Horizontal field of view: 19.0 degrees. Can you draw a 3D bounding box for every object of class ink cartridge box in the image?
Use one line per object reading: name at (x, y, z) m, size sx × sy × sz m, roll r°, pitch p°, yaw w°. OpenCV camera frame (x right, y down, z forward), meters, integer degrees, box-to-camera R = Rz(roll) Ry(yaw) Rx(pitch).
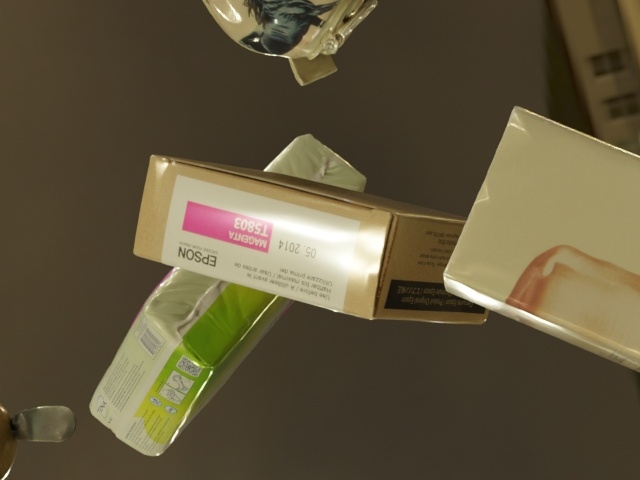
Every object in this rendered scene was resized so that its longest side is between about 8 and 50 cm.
ink cartridge box at (0.000, 0.000, 1.530) m, size 0.193 × 0.235 × 0.088 m, roll 4°, pitch -81°, yaw -58°

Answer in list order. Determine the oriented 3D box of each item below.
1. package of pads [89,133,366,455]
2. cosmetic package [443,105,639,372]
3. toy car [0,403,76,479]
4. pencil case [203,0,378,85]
package of pads at (-0.096, 0.058, 1.908) m, size 0.101 × 0.229 × 0.296 m, roll 39°, pitch -127°, yaw 4°
cosmetic package at (0.243, 0.030, 1.301) m, size 0.153 × 0.296 × 0.129 m, roll 40°, pitch -107°, yaw -82°
toy car at (-0.293, 0.152, 1.491) m, size 0.149 × 0.188 × 0.155 m, roll 71°, pitch -140°, yaw -68°
pencil case at (0.036, -0.307, 1.581) m, size 0.160 × 0.410 × 0.183 m, roll -33°, pitch -98°, yaw -34°
